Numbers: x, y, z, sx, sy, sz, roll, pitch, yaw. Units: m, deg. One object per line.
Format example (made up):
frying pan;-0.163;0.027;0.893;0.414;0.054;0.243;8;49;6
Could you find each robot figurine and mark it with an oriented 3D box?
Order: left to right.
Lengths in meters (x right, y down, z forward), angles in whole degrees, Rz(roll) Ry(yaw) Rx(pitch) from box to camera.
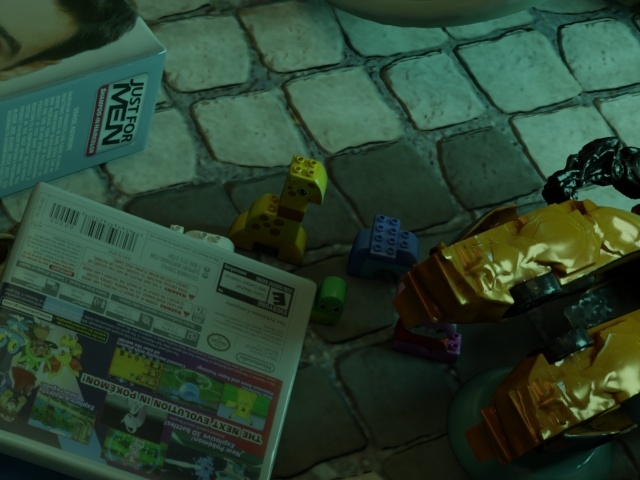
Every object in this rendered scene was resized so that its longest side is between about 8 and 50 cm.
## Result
robot figurine;0.190;0.041;1.329;0.291;0.085;0.211;-18;76;-45

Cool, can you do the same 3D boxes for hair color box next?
hair color box;-0.316;-0.105;1.334;0.374;0.113;0.185;-21;59;-30

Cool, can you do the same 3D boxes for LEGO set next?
LEGO set;0.000;0.000;1.347;0.227;0.093;0.087;13;48;-5

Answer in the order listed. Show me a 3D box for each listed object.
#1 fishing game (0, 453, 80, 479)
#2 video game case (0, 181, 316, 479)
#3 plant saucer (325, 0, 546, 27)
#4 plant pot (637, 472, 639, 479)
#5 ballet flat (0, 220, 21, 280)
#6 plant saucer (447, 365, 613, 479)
fishing game;-0.199;0.188;1.169;0.189;0.041;0.264;9;49;-12
video game case;-0.115;0.074;1.241;0.201;0.023;0.183;21;59;-11
plant saucer;0.156;-0.314;1.581;0.400;0.100;0.400;-16;51;20
plant pot;0.310;0.210;1.164;0.293;0.235;0.293;8;50;-9
ballet flat;-0.273;0.043;1.236;0.248;0.086;0.086;-21;59;-35
plant saucer;0.147;0.129;1.328;0.119;0.021;0.119;8;50;-9
